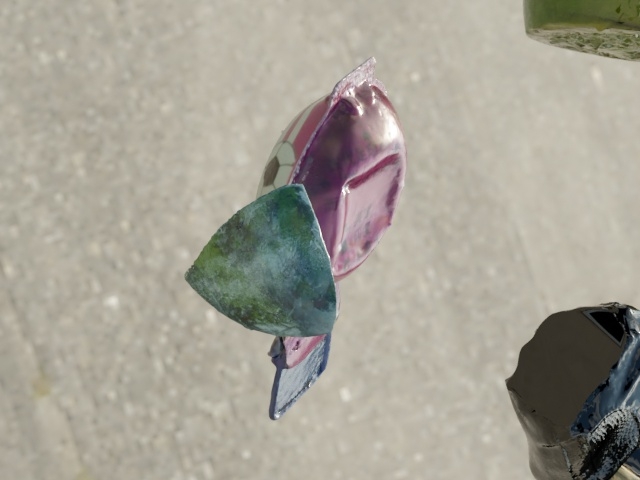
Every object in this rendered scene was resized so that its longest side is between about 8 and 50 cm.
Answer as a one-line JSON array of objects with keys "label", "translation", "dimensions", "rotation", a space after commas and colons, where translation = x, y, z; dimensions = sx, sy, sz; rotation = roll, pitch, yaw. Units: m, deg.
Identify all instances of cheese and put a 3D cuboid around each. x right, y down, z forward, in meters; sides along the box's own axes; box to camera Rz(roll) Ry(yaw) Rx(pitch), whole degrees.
[{"label": "cheese", "translation": [0.000, 0.000, 1.168], "dimensions": [0.155, 0.062, 0.244], "rotation": [-41, 149, -49]}]

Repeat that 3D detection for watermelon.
[{"label": "watermelon", "translation": [-0.023, 0.017, 1.031], "dimensions": [0.061, 0.085, 0.085], "rotation": [-86, 155, -77]}]

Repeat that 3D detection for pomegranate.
[{"label": "pomegranate", "translation": [0.263, -0.222, 1.522], "dimensions": [0.241, 0.190, 0.159], "rotation": [25, 72, -75]}]

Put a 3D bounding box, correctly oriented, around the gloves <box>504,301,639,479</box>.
[{"label": "gloves", "translation": [0.284, 0.160, 1.693], "dimensions": [0.301, 0.152, 0.197], "rotation": [42, 76, -30]}]
